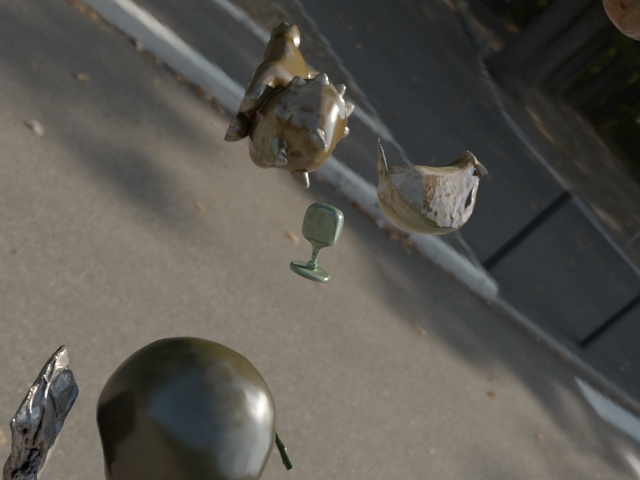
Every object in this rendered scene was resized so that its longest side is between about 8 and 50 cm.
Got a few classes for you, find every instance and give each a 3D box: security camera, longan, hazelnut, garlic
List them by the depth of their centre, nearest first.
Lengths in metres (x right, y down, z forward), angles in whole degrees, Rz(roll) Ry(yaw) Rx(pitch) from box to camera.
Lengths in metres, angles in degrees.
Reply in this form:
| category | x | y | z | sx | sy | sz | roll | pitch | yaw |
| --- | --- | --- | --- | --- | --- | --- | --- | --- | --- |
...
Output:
| category | x | y | z | sx | sy | sz | roll | pitch | yaw |
| --- | --- | --- | --- | --- | --- | --- | --- | --- | --- |
| security camera | 0.000 | 0.000 | 1.325 | 0.058 | 0.092 | 0.058 | 20 | 11 | -4 |
| longan | -0.178 | 0.247 | 1.368 | 0.248 | 0.248 | 0.248 | 43 | 16 | -16 |
| garlic | 0.140 | -0.072 | 1.504 | 0.198 | 0.128 | 0.090 | 6 | 12 | -34 |
| hazelnut | 0.497 | -0.380 | 1.633 | 0.154 | 0.143 | 0.143 | 37 | 17 | -51 |

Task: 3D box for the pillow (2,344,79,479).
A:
| category | x | y | z | sx | sy | sz | roll | pitch | yaw |
| --- | --- | --- | --- | --- | --- | --- | --- | --- | --- |
| pillow | -0.349 | 0.242 | 1.325 | 0.049 | 0.248 | 0.135 | 22 | 47 | -2 |

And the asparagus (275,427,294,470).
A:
| category | x | y | z | sx | sy | sz | roll | pitch | yaw |
| --- | --- | --- | --- | --- | --- | --- | --- | --- | --- |
| asparagus | -0.081 | 0.281 | 1.644 | 0.163 | 0.016 | 0.016 | 60 | -24 | 22 |

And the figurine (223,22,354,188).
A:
| category | x | y | z | sx | sy | sz | roll | pitch | yaw |
| --- | --- | --- | --- | --- | --- | --- | --- | --- | --- |
| figurine | -0.036 | -0.199 | 1.640 | 0.173 | 0.177 | 0.247 | 24 | 26 | -8 |
